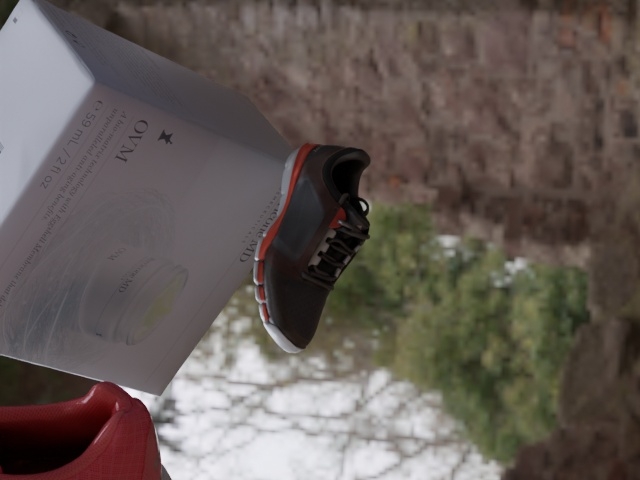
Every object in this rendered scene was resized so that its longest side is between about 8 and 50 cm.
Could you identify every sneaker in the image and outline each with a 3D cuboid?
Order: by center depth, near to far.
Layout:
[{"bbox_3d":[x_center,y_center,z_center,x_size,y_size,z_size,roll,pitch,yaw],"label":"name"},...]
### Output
[{"bbox_3d":[-0.239,0.151,0.901,0.136,0.313,0.116,95,154,-45],"label":"sneaker"},{"bbox_3d":[0.000,0.000,1.069,0.061,0.065,0.158,32,-120,-48],"label":"sneaker"}]

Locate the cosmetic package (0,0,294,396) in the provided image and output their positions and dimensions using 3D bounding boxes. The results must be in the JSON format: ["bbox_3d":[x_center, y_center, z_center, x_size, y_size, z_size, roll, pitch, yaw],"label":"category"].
[{"bbox_3d":[-0.167,-0.025,1.160,0.224,0.138,0.224,20,-69,-45],"label":"cosmetic package"}]
